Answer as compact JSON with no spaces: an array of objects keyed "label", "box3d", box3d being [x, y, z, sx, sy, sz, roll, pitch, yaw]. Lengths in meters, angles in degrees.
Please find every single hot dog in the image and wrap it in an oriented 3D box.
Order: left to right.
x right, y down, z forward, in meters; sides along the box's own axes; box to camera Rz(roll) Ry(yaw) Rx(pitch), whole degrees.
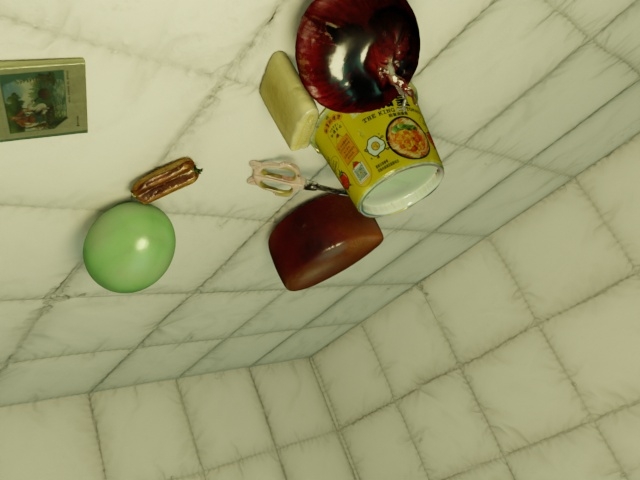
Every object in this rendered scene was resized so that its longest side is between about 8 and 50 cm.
[{"label":"hot dog","box3d":[-0.385,-0.153,1.453,0.188,0.055,0.072,-26,128,-7]}]

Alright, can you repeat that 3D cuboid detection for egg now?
[{"label":"egg","box3d":[-0.494,0.017,1.513,0.220,0.220,0.269,1,138,-45]}]

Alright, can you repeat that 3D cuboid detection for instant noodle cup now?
[{"label":"instant noodle cup","box3d":[0.166,-0.230,1.554,0.326,0.254,0.325,-20,158,-8]}]

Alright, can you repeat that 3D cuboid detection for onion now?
[{"label":"onion","box3d":[0.093,-0.374,1.158,0.273,0.285,0.273,-16,129,-21]}]

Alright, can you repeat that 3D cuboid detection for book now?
[{"label":"book","box3d":[-0.584,-0.255,1.086,0.283,0.025,0.215,-14,157,-26]}]

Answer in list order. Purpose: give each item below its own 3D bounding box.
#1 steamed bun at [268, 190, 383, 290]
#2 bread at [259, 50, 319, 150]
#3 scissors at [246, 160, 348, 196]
[{"label":"steamed bun","box3d":[0.000,0.000,1.918,0.379,0.235,0.248,-30,159,15]},{"label":"bread","box3d":[-0.067,-0.302,1.271,0.060,0.178,0.139,-14,156,-29]},{"label":"scissors","box3d":[-0.045,-0.157,1.623,0.318,0.024,0.160,12,149,-6]}]
